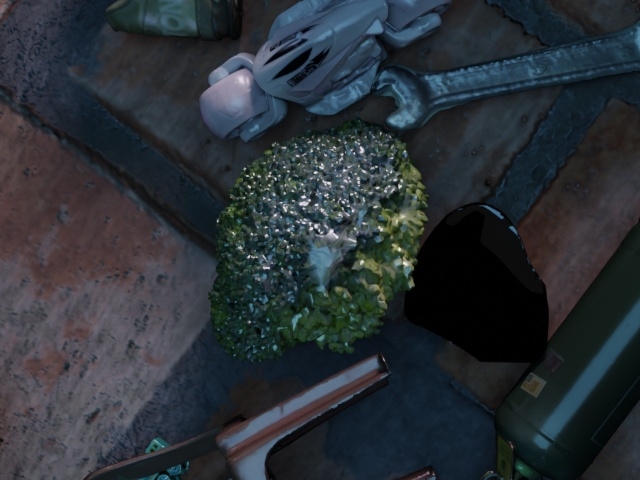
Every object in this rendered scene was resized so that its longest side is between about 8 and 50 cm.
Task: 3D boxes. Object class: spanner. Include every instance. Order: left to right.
[{"bbox_3d":[0.194,-0.151,1.290,0.302,0.017,0.071,-13,87,-3],"label":"spanner"}]

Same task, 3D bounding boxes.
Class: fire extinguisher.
[{"bbox_3d":[0.239,0.117,1.260,0.095,0.114,0.311,34,97,-27],"label":"fire extinguisher"}]

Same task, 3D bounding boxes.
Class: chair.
[{"bbox_3d":[-0.062,0.234,1.247,0.326,0.183,0.176,-26,88,0],"label":"chair"}]

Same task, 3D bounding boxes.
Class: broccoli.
[{"bbox_3d":[-0.001,-0.003,1.268,0.198,0.226,0.176,0,109,31],"label":"broccoli"}]

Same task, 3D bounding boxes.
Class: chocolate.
[{"bbox_3d":[0.141,0.043,1.291,0.125,0.080,0.149,-28,93,19],"label":"chocolate"}]

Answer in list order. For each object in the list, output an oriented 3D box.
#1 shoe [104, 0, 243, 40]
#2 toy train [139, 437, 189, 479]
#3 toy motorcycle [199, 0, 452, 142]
[{"bbox_3d":[-0.154,-0.322,1.314,0.149,0.109,0.293,-6,93,2],"label":"shoe"},{"bbox_3d":[-0.161,0.230,1.356,0.045,0.029,0.092,36,96,14],"label":"toy train"},{"bbox_3d":[0.001,-0.171,1.294,0.254,0.112,0.112,-30,86,8],"label":"toy motorcycle"}]
